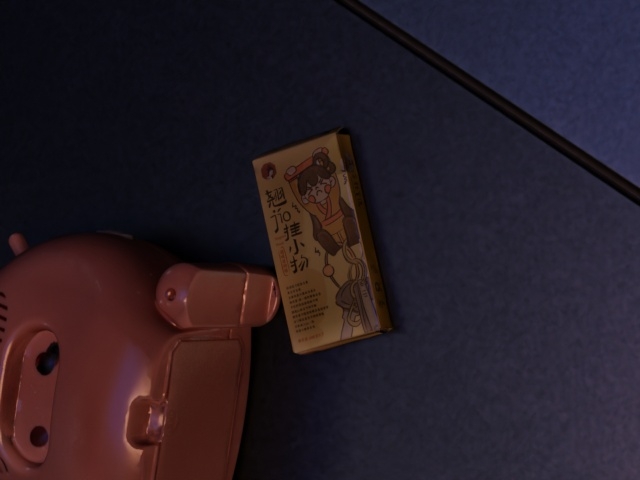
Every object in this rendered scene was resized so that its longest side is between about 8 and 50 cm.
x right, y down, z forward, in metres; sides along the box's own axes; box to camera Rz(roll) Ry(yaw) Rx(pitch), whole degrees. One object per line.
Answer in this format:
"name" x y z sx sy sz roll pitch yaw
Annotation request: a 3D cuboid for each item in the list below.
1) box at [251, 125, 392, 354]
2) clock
"box" 0.000 0.000 1.238 0.073 0.020 0.149 -18 79 28
"clock" -0.172 0.104 1.266 0.241 0.142 0.227 11 93 33
